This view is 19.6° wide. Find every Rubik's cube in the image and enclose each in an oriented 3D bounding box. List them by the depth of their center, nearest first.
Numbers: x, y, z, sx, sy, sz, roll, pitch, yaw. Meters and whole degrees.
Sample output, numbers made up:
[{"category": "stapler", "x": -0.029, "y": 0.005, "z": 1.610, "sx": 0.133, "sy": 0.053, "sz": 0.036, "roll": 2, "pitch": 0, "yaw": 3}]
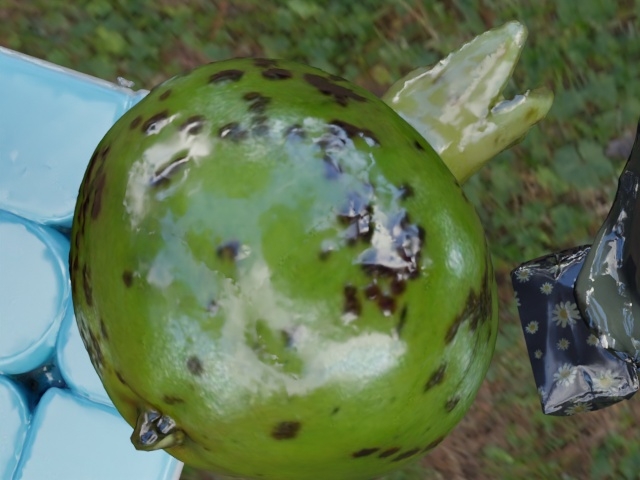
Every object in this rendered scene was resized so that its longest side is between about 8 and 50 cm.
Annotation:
[{"category": "Rubik's cube", "x": -0.206, "y": 0.038, "z": 1.253, "sx": 0.292, "sy": 0.291, "sz": 0.290, "roll": 19, "pitch": 85, "yaw": -2}]

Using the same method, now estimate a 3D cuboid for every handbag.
[{"category": "handbag", "x": 0.204, "y": 0.063, "z": 1.344, "sx": 0.072, "sy": 0.139, "sz": 0.115, "roll": -18, "pitch": 80, "yaw": 26}]

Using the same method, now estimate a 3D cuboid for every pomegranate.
[{"category": "pomegranate", "x": 0.000, "y": 0.000, "z": 0.862, "sx": 0.211, "sy": 0.211, "sz": 0.263, "roll": 37, "pitch": 68, "yaw": 20}]

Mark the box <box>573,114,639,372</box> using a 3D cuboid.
[{"category": "box", "x": 0.295, "y": 0.038, "z": 0.523, "sx": 0.359, "sy": 0.350, "sz": 0.091, "roll": 35, "pitch": 122, "yaw": 40}]
